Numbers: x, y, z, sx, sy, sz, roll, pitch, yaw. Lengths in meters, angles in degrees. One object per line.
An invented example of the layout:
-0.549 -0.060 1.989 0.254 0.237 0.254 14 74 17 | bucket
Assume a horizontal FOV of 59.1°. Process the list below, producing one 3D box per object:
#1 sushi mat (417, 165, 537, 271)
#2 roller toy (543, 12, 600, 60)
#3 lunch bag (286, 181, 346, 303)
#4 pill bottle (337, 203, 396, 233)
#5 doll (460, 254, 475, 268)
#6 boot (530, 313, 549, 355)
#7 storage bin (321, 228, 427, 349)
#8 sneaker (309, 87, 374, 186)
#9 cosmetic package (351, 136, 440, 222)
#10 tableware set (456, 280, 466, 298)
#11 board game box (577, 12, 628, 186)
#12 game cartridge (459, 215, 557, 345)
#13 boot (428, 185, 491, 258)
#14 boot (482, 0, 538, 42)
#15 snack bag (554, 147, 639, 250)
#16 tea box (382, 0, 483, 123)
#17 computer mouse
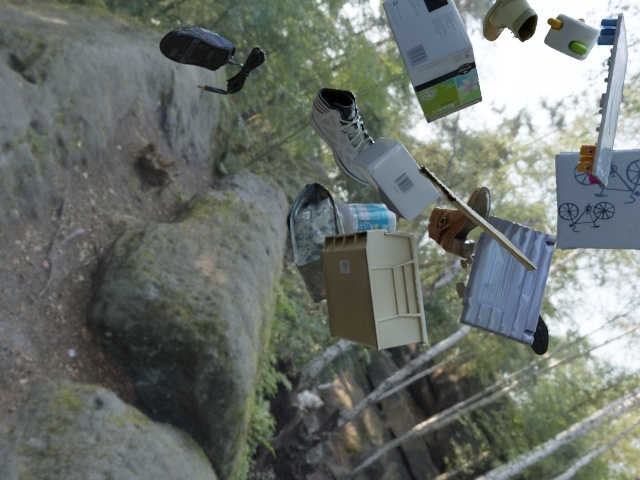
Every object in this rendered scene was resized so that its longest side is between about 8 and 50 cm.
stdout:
0.334 -0.044 1.195 0.316 0.019 0.151 32 18 -33 | sushi mat
1.029 -0.840 2.312 0.209 0.146 0.191 38 31 24 | roller toy
0.000 0.000 1.684 0.235 0.169 0.287 71 8 -56 | lunch bag
0.149 -0.069 2.186 0.146 0.264 0.146 7 -82 62 | pill bottle
0.624 0.065 2.186 0.046 0.189 0.129 65 -35 20 | doll
0.802 0.318 2.136 0.106 0.082 0.219 -47 122 -82 | boot
0.114 0.108 1.319 0.262 0.123 0.260 173 -90 -68 | storage bin
0.118 -0.406 2.195 0.447 0.169 0.257 48 -12 8 | sneaker
0.238 -0.201 1.821 0.224 0.138 0.225 50 0 -16 | cosmetic package
0.555 0.201 2.053 0.141 0.020 0.169 70 -23 15 | tableware set
0.768 -0.354 1.526 0.390 0.050 0.390 -1 99 -60 | board game box
0.578 0.119 1.749 0.068 0.230 0.355 87 22 -76 | game cartridge
0.517 -0.092 2.133 0.220 0.109 0.283 39 -56 56 | boot
0.716 -0.810 2.134 0.262 0.095 0.203 112 -34 -58 | boot
0.946 -0.128 1.856 0.037 0.323 0.343 -23 111 -59 | snack bag
0.393 -0.646 1.949 0.323 0.220 0.329 42 31 -59 | tea box
-0.283 -0.445 1.389 0.262 0.184 0.060 1 64 -36 | computer mouse
